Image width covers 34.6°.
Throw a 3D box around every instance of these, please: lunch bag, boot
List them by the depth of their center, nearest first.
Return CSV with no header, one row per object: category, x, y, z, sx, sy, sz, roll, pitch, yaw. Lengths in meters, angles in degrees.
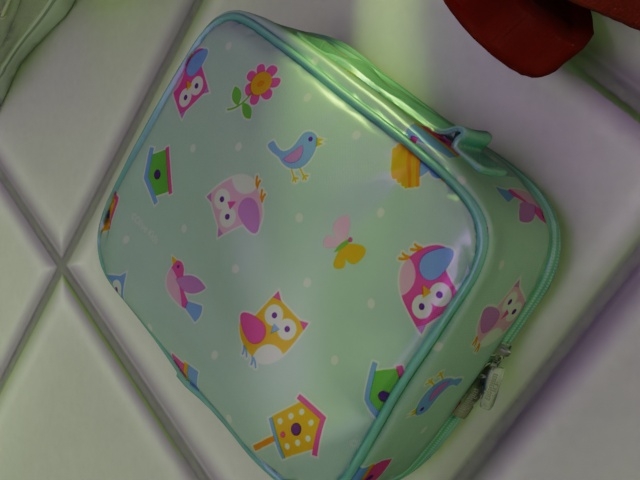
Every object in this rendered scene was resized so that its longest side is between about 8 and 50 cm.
lunch bag,0.000,0.000,0.619,0.279,0.108,0.224,43,110,33
boot,-0.331,-0.185,0.916,0.258,0.123,0.095,-43,61,31

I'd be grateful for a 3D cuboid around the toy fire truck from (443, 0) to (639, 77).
toy fire truck,0.069,-0.228,0.474,0.169,0.254,0.302,-38,64,33
